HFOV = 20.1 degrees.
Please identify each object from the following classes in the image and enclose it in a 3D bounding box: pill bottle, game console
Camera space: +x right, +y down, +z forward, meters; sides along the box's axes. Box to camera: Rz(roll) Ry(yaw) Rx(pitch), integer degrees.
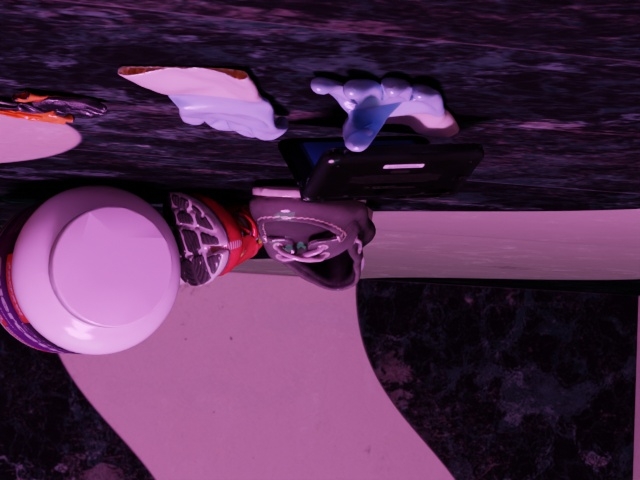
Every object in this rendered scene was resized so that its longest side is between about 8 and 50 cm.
[{"bbox_3d":[-0.260,0.035,1.984,0.181,0.181,0.323,4,176,-17],"label":"pill bottle"},{"bbox_3d":[0.042,-0.068,1.319,0.122,0.071,0.107,-3,157,-18],"label":"game console"}]

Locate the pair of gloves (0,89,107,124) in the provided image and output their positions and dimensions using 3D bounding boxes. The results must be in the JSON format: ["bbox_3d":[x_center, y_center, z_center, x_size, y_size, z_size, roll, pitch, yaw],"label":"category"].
[{"bbox_3d":[-0.197,-0.095,1.284,0.074,0.010,0.083,7,171,-39],"label":"pair of gloves"}]

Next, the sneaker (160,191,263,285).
[{"bbox_3d":[-0.112,-0.014,2.015,0.118,0.107,0.279,-16,-177,-11],"label":"sneaker"}]

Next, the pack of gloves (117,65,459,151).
[{"bbox_3d":[-0.013,-0.075,1.214,0.195,0.046,0.232,1,176,9],"label":"pack of gloves"}]

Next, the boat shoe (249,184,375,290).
[{"bbox_3d":[0.000,0.000,1.931,0.112,0.095,0.335,2,176,11],"label":"boat shoe"}]
